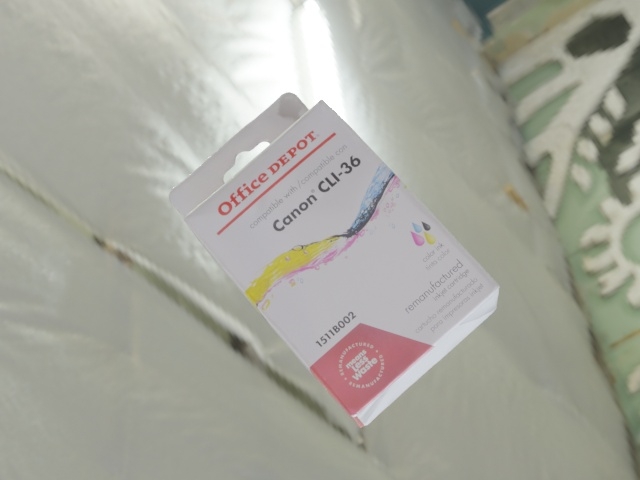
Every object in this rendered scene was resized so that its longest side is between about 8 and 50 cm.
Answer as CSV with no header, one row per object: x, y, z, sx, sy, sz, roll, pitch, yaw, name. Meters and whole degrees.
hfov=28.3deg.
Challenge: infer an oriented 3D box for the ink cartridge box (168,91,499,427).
0.000,0.000,0.770,0.198,0.115,0.067,47,175,15,ink cartridge box
